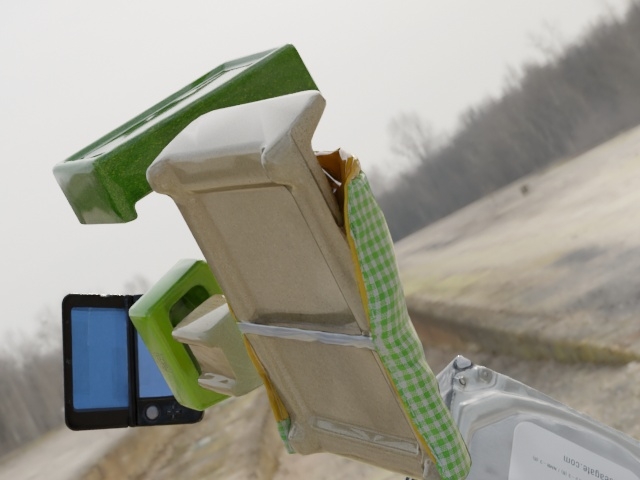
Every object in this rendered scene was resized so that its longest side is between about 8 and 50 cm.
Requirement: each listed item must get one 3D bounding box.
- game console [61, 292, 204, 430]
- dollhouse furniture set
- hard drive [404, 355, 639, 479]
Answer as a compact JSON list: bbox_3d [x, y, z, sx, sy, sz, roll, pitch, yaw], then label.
[{"bbox_3d":[-0.166,0.106,1.061,0.107,0.122,0.071,-5,-8,16],"label":"game console"},{"bbox_3d":[0.000,0.000,0.674,0.151,0.198,0.301,-34,17,-26],"label":"dollhouse furniture set"},{"bbox_3d":[0.150,0.255,0.723,0.064,0.236,0.339,-53,14,45],"label":"hard drive"}]
